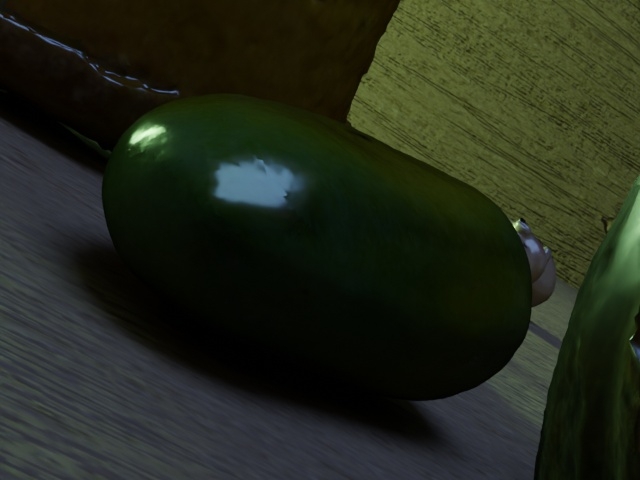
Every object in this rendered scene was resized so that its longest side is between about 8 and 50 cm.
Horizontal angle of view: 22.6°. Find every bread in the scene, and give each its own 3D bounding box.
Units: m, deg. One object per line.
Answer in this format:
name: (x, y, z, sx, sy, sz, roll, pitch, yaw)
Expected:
bread: (-0.075, -0.138, 0.820, 0.340, 0.194, 0.179, 23, 10, -37)

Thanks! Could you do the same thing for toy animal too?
toy animal: (0.176, 0.026, 1.488, 0.083, 0.089, 0.150, 11, -5, 37)

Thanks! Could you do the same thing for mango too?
mango: (-0.004, -0.002, 0.591, 0.137, 0.091, 0.237, 29, 2, 35)

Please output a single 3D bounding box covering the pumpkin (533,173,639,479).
pumpkin: (0.196, 0.091, 0.417, 0.325, 0.242, 0.232, 20, -16, -3)
